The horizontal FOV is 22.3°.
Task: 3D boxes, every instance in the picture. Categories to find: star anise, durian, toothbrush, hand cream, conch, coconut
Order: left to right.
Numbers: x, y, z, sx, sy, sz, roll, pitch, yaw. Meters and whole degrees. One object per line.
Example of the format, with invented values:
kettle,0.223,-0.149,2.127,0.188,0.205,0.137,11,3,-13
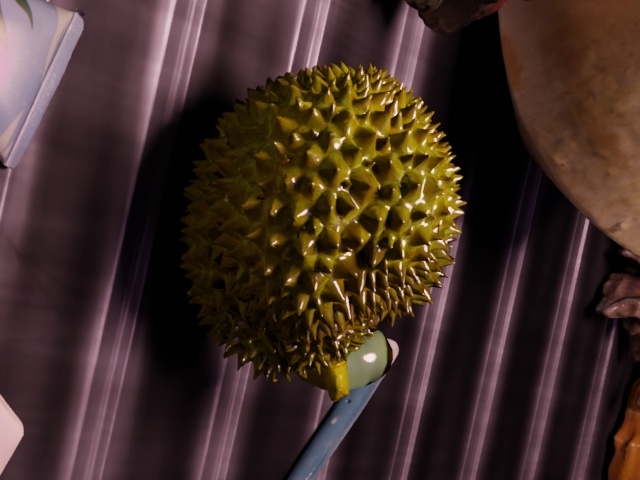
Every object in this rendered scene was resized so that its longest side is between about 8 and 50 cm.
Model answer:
hand cream,-0.184,-0.107,0.712,0.088,0.055,0.256,-69,155,-7
toothbrush,-0.014,0.167,1.114,0.275,0.019,0.025,-53,147,-36
durian,-0.010,-0.011,0.934,0.146,0.159,0.198,-8,140,-48
conch,0.353,0.247,1.684,0.109,0.093,0.330,-19,118,-63
star anise,0.339,0.040,1.593,0.209,0.089,0.231,-42,127,-40
coconut,0.282,-0.140,1.233,0.323,0.323,0.323,-28,123,-53

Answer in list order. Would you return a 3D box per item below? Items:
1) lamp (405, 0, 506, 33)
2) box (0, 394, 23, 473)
lamp,0.134,-0.251,1.132,0.253,0.118,0.118,-58,144,-36
box,-0.246,0.075,0.609,0.203,0.106,0.251,-60,144,-29
